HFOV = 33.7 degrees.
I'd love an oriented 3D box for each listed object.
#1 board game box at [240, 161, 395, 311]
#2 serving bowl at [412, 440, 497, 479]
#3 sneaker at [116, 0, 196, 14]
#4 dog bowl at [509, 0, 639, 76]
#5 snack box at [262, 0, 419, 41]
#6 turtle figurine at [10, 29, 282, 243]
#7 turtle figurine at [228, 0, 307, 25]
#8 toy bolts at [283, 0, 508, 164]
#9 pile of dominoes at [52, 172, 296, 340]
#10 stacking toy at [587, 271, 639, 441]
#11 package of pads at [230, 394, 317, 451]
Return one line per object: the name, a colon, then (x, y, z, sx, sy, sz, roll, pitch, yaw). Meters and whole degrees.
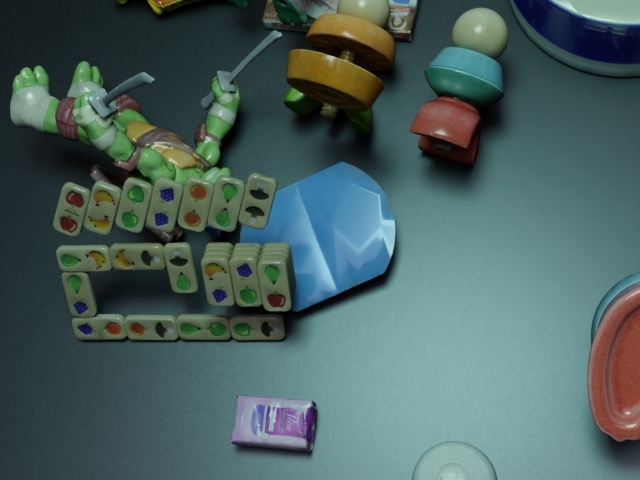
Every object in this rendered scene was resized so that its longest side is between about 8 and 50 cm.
board game box: (0.000, 0.000, 1.132, 0.168, 0.033, 0.133, -25, 72, 6)
serving bowl: (0.128, 0.233, 1.018, 0.083, 0.027, 0.083, -4, 68, 10)
sneaker: (-0.169, -0.304, 1.275, 0.175, 0.064, 0.068, 5, 92, 16)
dog bowl: (0.336, -0.319, 1.155, 0.264, 0.104, 0.265, -3, 68, 9)
snack box: (0.024, -0.273, 1.238, 0.178, 0.022, 0.064, 8, 70, 13)
turtle figurine: (-0.187, -0.153, 1.127, 0.266, 0.275, 0.198, 23, 55, 26)
turtle figurine: (-0.011, -0.360, 1.205, 0.175, 0.118, 0.234, 17, 66, 42)
toy bolts: (0.085, -0.196, 1.101, 0.228, 0.218, 0.159, 19, 86, 9)
pile of dominoes: (-0.153, 0.030, 1.067, 0.251, 0.196, 0.040, -1, 31, 9)
stacking toy: (0.406, 0.154, 0.984, 0.308, 0.130, 0.280, -2, 95, 13)
package of pads: (-0.047, 0.185, 1.066, 0.083, 0.032, 0.050, 3, 72, 11)
